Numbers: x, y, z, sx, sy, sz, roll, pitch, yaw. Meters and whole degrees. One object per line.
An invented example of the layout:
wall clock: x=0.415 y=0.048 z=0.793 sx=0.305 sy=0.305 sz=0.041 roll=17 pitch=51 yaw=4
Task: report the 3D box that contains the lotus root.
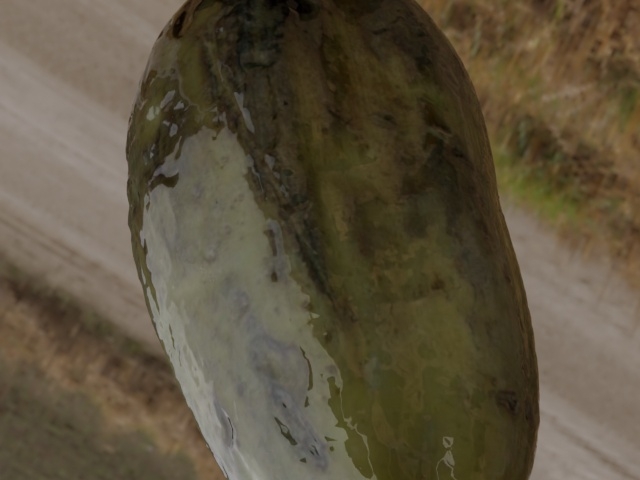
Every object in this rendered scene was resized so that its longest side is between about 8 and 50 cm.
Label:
lotus root: x=0.000 y=0.000 z=0.370 sx=0.089 sy=0.179 sz=0.080 roll=-1 pitch=151 yaw=-18
